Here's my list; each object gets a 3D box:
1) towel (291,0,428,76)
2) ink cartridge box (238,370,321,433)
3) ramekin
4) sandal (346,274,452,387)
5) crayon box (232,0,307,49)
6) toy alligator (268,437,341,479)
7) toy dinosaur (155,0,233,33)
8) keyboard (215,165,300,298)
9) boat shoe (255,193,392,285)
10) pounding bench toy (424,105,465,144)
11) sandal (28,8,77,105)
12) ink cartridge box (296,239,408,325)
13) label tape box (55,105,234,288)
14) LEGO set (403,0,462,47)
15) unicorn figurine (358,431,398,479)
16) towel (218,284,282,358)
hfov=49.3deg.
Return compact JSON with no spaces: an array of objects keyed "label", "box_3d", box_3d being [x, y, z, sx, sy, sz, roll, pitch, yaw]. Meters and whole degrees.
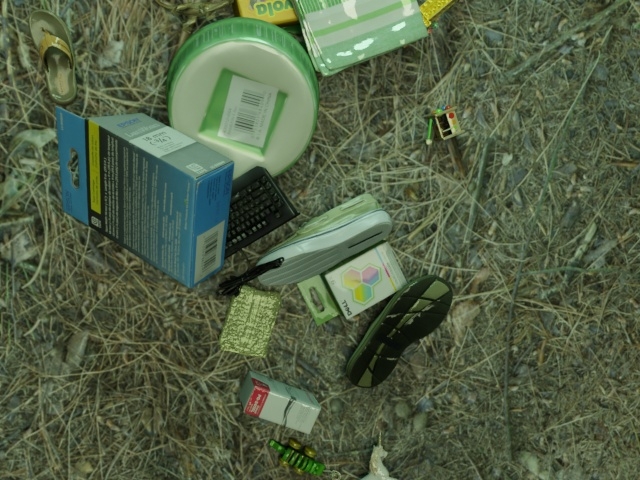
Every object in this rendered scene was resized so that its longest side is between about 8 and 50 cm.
[{"label":"towel","box_3d":[0.049,-0.507,1.339,0.247,0.038,0.325,-24,101,-11]},{"label":"ink cartridge box","box_3d":[-0.086,0.337,1.451,0.150,0.109,0.063,23,90,-14]},{"label":"ramekin","box_3d":[-0.145,-0.255,1.310,0.303,0.148,0.304,-2,113,-6]},{"label":"sandal","box_3d":[0.157,0.186,1.505,0.120,0.086,0.303,37,103,-19]},{"label":"crayon box","box_3d":[-0.084,-0.532,1.367,0.202,0.081,0.319,-16,100,-10]},{"label":"toy alligator","box_3d":[-0.027,0.485,1.511,0.189,0.051,0.056,32,90,-14]},{"label":"toy dinosaur","box_3d":[-0.246,-0.436,1.324,0.183,0.093,0.053,2,129,15]},{"label":"keyboard","box_3d":[-0.170,0.006,1.346,0.317,0.033,0.202,-29,105,31]},{"label":"boat shoe","box_3d":[0.000,0.000,1.447,0.302,0.109,0.094,-23,57,-9]},{"label":"pounding bench toy","box_3d":[0.252,-0.247,1.485,0.083,0.052,0.065,-23,100,-8]},{"label":"sandal","box_3d":[-0.502,-0.347,1.315,0.072,0.049,0.180,-12,99,-10]},{"label":"ink cartridge box","box_3d":[0.068,0.093,1.480,0.209,0.062,0.109,-28,102,-7]},{"label":"label tape box","box_3d":[-0.325,-0.097,1.279,0.333,0.106,0.241,29,129,21]},{"label":"LEGO set","box_3d":[0.258,-0.525,1.450,0.132,0.107,0.287,21,98,21]},{"label":"unicorn figurine","box_3d":[0.125,0.527,1.544,0.111,0.060,0.162,43,86,-14]},{"label":"towel","box_3d":[-0.148,0.169,1.462,0.110,0.027,0.148,15,94,-12]}]
